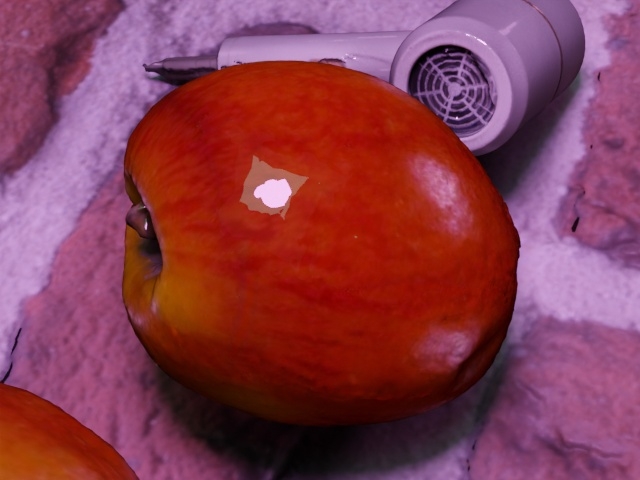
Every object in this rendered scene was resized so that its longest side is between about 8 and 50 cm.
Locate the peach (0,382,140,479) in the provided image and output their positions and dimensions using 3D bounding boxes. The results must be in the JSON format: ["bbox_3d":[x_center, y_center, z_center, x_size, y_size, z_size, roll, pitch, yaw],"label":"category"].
[{"bbox_3d":[-0.239,0.249,0.927,0.372,0.290,0.373,-2,58,4],"label":"peach"}]

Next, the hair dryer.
[{"bbox_3d":[0.012,-0.131,1.284,0.357,0.108,0.173,0,18,26],"label":"hair dryer"}]

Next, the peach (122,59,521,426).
[{"bbox_3d":[0.000,0.000,1.118,0.281,0.238,0.281,8,30,-5],"label":"peach"}]
